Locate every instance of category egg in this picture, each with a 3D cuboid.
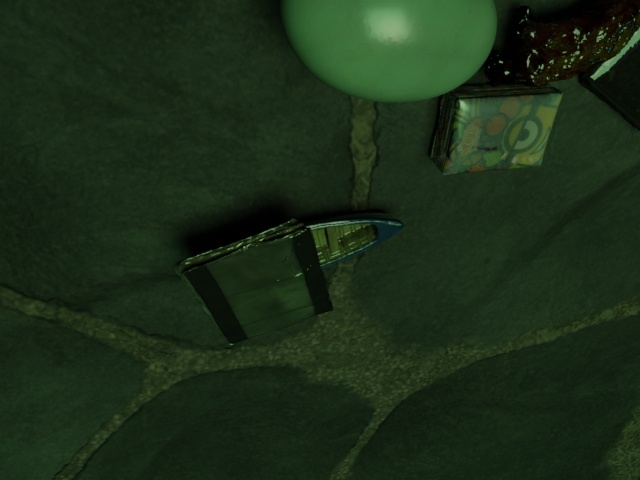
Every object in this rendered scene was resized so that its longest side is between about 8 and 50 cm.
[{"bbox_3d":[0.071,-0.224,0.617,0.231,0.168,0.167,4,124,-25],"label":"egg"}]

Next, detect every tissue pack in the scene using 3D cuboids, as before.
[{"bbox_3d":[0.225,-0.146,0.795,0.148,0.060,0.108,-6,125,-15],"label":"tissue pack"}]

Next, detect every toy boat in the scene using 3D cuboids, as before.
[{"bbox_3d":[0.000,0.000,0.837,0.229,0.045,0.080,-18,128,-6],"label":"toy boat"}]

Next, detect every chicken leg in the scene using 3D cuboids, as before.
[{"bbox_3d":[0.305,-0.249,0.746,0.234,0.063,0.105,-20,134,-6],"label":"chicken leg"}]

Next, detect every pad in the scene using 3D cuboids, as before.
[{"bbox_3d":[-0.079,0.068,0.831,0.174,0.022,0.233,-19,144,-3],"label":"pad"}]

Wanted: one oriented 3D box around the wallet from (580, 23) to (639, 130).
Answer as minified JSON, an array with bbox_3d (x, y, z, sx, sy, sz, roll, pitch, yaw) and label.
[{"bbox_3d":[0.494,-0.295,0.786,0.171,0.044,0.321,24,118,-30],"label":"wallet"}]
